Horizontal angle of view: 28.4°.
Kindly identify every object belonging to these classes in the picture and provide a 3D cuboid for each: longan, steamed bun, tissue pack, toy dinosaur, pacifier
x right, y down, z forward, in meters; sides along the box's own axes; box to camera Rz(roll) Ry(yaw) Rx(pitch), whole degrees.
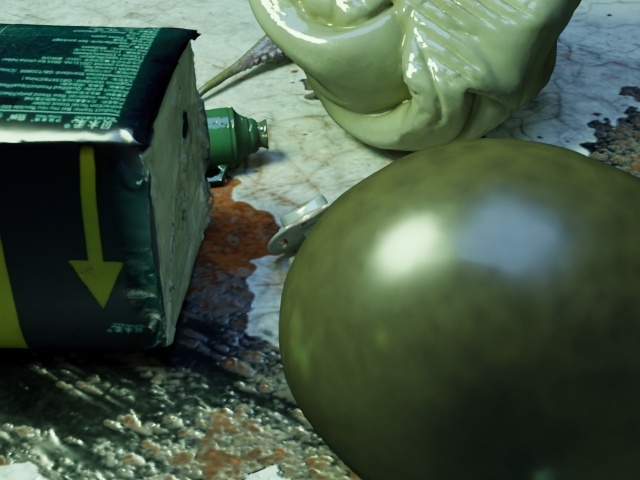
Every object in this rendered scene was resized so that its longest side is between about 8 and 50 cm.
[{"bbox_3d":[0.140,0.065,0.933,0.350,0.288,0.288,8,35,12],"label":"longan"},{"bbox_3d":[0.126,-0.273,1.457,0.342,0.255,0.368,39,78,14],"label":"steamed bun"},{"bbox_3d":[-0.319,-0.056,1.169,0.416,0.253,0.264,0,35,5],"label":"tissue pack"},{"bbox_3d":[-0.041,-0.257,1.616,0.251,0.072,0.200,2,44,-11],"label":"toy dinosaur"},{"bbox_3d":[0.000,0.000,1.241,0.099,0.081,0.078,-31,70,2],"label":"pacifier"}]

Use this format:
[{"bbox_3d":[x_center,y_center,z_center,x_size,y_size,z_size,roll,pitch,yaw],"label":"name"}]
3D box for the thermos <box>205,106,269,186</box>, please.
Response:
[{"bbox_3d":[-0.151,-0.107,1.393,0.187,0.073,0.083,-6,32,-4],"label":"thermos"}]
